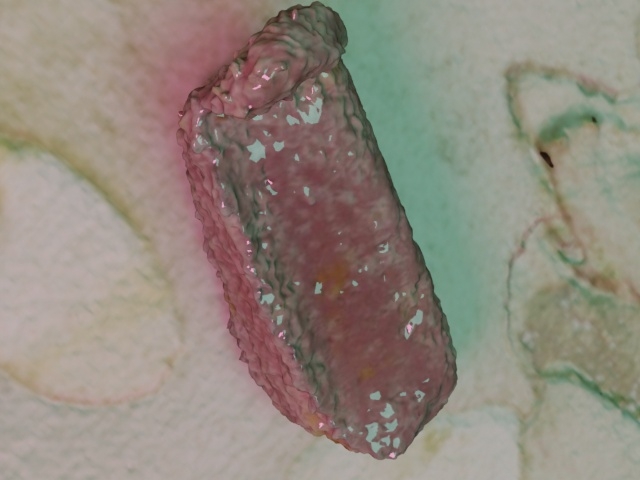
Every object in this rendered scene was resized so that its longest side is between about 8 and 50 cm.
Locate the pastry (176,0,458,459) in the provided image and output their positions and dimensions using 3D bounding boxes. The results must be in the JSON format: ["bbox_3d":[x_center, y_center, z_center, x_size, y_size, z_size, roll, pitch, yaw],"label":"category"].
[{"bbox_3d":[-0.009,-0.007,0.795,0.103,0.112,0.265,-33,131,-24],"label":"pastry"}]
